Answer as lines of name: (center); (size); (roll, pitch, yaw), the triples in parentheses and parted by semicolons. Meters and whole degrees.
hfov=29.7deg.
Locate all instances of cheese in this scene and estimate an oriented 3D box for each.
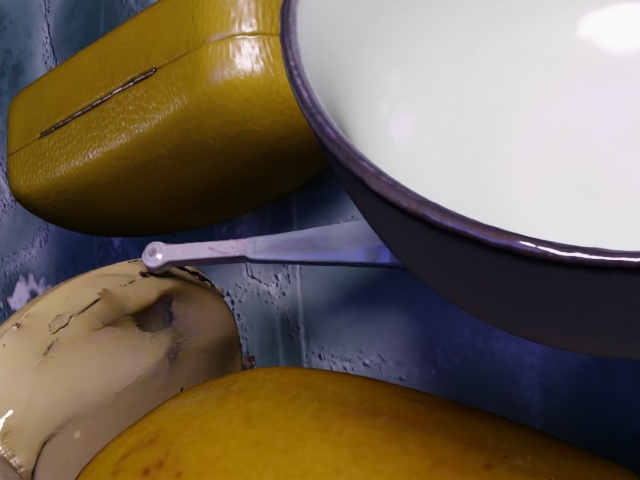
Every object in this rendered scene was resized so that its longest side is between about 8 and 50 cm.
cheese: (-0.154, 0.137, 0.932); (0.128, 0.316, 0.260); (11, 127, 28)

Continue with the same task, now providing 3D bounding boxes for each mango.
mango: (0.038, 0.228, 0.711); (0.445, 0.232, 0.300); (4, 65, 20)

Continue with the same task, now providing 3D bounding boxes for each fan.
fan: (0.000, 0.000, 0.883); (0.282, 0.023, 0.057); (-2, 79, 16)

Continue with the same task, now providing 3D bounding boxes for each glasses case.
glasses case: (-0.112, -0.090, 0.987); (0.371, 0.173, 0.141); (-18, 74, 47)

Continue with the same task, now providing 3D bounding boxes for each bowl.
bowl: (0.167, -0.072, 0.641); (0.354, 0.354, 0.185); (47, 163, 38)
